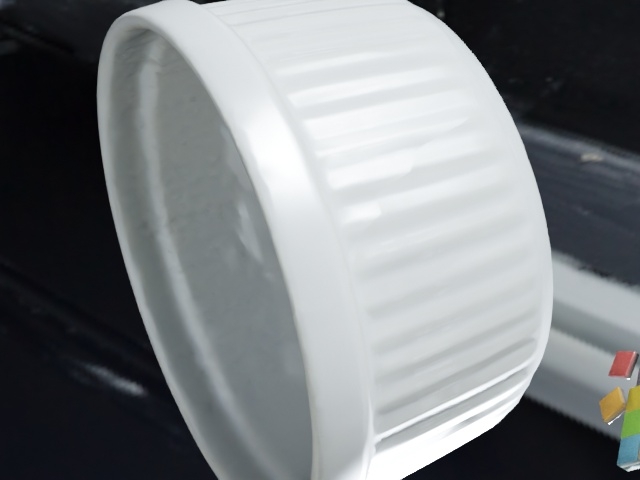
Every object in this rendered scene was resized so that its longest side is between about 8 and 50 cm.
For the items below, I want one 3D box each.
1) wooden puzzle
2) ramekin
[{"bbox_3d":[0.119,0.048,0.487,0.083,0.006,0.049,-30,-143,51],"label":"wooden puzzle"},{"bbox_3d":[0.000,0.000,0.577,0.207,0.109,0.207,50,-30,45],"label":"ramekin"}]
